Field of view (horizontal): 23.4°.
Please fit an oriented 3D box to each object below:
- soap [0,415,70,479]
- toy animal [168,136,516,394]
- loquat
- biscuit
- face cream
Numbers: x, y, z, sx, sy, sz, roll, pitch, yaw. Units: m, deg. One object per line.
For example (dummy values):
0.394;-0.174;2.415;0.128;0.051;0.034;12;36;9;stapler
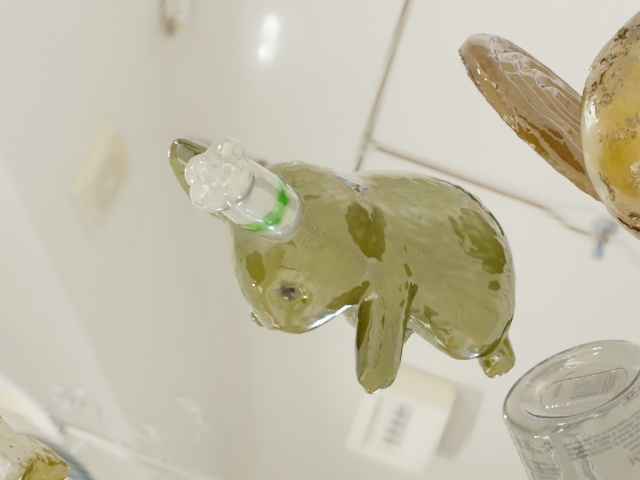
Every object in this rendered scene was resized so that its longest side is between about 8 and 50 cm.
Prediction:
-0.360;0.250;1.178;0.315;0.199;0.091;-57;-13;1;soap
0.002;0.019;1.274;0.181;0.363;0.180;16;95;51;toy animal
0.334;-0.103;1.323;0.235;0.235;0.235;20;-90;-87;loquat
0.250;-0.128;1.612;0.037;0.262;0.262;-47;6;22;biscuit
0.300;0.212;1.656;0.153;0.177;0.177;64;-157;-20;face cream
